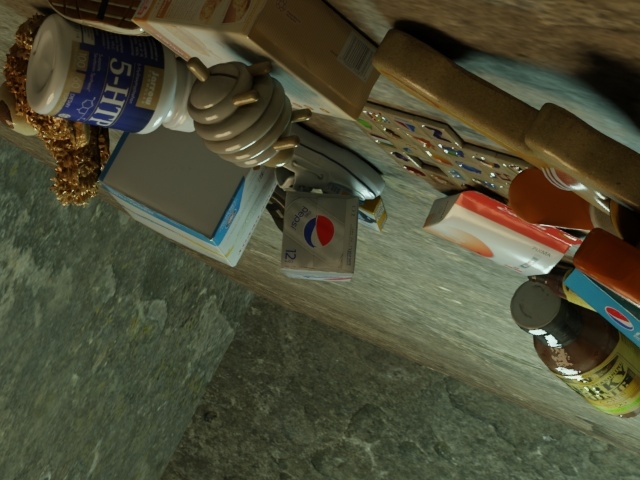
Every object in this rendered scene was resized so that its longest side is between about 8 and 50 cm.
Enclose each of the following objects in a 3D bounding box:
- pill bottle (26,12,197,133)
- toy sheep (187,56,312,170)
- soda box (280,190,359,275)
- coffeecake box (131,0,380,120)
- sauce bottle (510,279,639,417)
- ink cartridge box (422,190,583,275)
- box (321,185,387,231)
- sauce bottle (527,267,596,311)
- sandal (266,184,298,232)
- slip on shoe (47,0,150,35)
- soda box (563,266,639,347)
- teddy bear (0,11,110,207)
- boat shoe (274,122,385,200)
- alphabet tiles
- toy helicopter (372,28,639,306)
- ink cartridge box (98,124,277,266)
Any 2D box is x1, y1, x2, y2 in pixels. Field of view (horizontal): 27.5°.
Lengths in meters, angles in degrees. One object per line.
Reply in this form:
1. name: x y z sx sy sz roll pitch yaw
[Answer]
1. pill bottle: -0.222 -0.179 1.455 0.186 0.112 0.112 9 -178 -30
2. toy sheep: -0.066 -0.109 1.094 0.091 0.091 0.132 17 153 51
3. soda box: 0.000 0.000 1.673 0.091 0.098 0.286 4 176 0
4. coffeecake box: -0.056 -0.179 1.156 0.142 0.068 0.185 33 170 -40
5. sauce bottle: 0.351 0.143 1.744 0.111 0.111 0.344 20 171 40
6. ink cartridge box: 0.207 -0.005 1.476 0.145 0.045 0.179 24 177 -8
7. box: 0.049 -0.049 1.812 0.081 0.028 0.136 25 170 12
8. sauce bottle: 0.309 0.057 1.570 0.128 0.042 0.042 20 169 34
9. sandal: -0.048 -0.059 1.991 0.219 0.060 0.090 45 160 -19
10. slip on shoe: -0.230 -0.247 1.381 0.135 0.051 0.041 17 179 21
11. soda box: 0.348 0.079 1.300 0.210 0.067 0.071 40 169 9
12. teddy bear: -0.334 -0.170 1.650 0.113 0.245 0.338 -6 -162 -2
13. boat shoe: -0.028 -0.095 1.585 0.226 0.076 0.083 30 172 -20
14. alphabet tiles: 0.141 -0.083 1.353 0.237 0.009 0.198 21 170 38
15. toy helicopter: 0.190 -0.066 1.002 0.355 0.140 0.235 35 -174 28
16. ink cartridge box: -0.160 -0.089 1.715 0.168 0.171 0.233 26 172 7
